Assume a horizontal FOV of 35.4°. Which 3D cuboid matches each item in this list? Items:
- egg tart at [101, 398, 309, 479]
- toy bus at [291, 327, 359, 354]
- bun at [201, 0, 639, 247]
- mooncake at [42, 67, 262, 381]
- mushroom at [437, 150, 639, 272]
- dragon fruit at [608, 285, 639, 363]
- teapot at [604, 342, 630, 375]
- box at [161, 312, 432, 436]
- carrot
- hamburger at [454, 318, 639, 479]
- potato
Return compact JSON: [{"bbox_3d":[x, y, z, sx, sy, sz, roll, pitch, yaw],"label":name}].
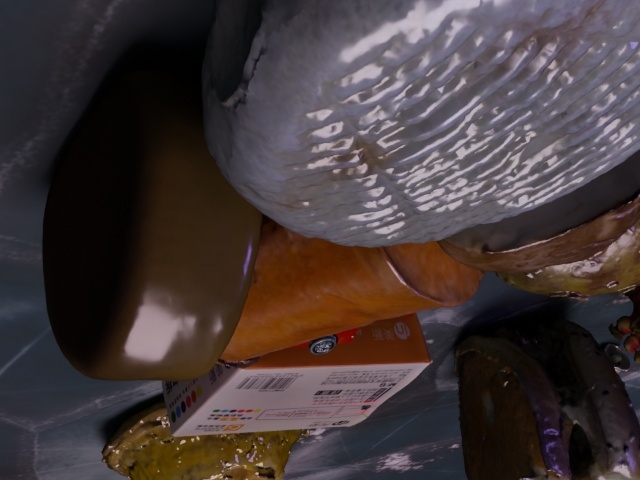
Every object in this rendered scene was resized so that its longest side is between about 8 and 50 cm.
[{"bbox_3d":[-0.155,0.310,1.424,0.315,0.120,0.315,-12,151,-7],"label":"egg tart"},{"bbox_3d":[-0.049,0.069,1.079,0.195,0.081,0.089,0,139,-26],"label":"toy bus"},{"bbox_3d":[0.083,-0.139,0.636,0.354,0.194,0.354,-15,154,-8],"label":"bun"},{"bbox_3d":[-0.125,0.000,0.760,0.117,0.235,0.235,9,144,-35],"label":"mooncake"},{"bbox_3d":[0.214,-0.052,0.857,0.286,0.156,0.151,-38,149,-15],"label":"mushroom"},{"bbox_3d":[0.478,0.102,1.338,0.172,0.160,0.166,9,177,-34],"label":"dragon fruit"},{"bbox_3d":[0.454,0.195,1.586,0.083,0.064,0.064,-33,165,-49],"label":"teapot"},{"bbox_3d":[-0.032,0.163,1.243,0.274,0.091,0.221,4,148,-32],"label":"box"},{"bbox_3d":[0.000,0.000,0.910,0.254,0.196,0.196,-21,154,35],"label":"carrot"},{"bbox_3d":[0.299,0.252,1.377,0.195,0.277,0.318,-6,156,-8],"label":"hamburger"},{"bbox_3d":[0.310,-0.025,1.014,0.298,0.141,0.176,-13,156,-3],"label":"potato"}]
